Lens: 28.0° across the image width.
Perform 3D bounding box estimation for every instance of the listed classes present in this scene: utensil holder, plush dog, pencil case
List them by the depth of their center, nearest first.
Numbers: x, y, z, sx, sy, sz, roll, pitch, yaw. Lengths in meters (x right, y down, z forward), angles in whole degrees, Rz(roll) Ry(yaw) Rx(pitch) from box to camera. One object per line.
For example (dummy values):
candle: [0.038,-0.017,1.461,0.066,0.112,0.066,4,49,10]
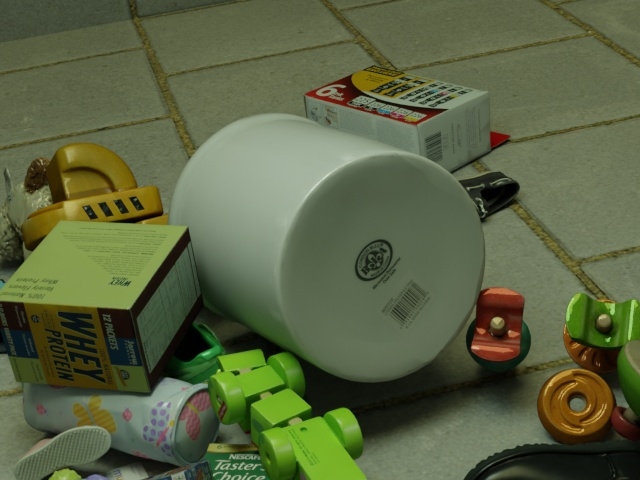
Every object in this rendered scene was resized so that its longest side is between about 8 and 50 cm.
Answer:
pencil case: [-0.268,0.225,1.725,0.273,0.113,0.124,9,13,29]
utensil holder: [0.000,0.000,1.782,0.328,0.327,0.385,-18,17,-21]
plush dog: [-0.421,-0.034,2.214,0.225,0.210,0.262,5,16,-43]

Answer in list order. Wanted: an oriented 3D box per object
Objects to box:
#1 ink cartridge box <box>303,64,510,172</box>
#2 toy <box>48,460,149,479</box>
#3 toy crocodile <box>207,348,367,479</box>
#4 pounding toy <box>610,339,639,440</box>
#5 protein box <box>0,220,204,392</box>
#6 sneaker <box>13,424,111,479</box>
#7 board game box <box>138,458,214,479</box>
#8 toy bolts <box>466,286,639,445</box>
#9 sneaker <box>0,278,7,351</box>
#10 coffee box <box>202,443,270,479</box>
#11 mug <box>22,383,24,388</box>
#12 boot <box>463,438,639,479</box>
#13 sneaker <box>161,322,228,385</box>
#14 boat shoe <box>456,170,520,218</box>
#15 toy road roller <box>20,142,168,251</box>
ink cartridge box: [0.172,-0.241,2.500,0.272,0.130,0.309,-28,33,-36]
toy: [-0.324,0.328,1.599,0.237,0.056,0.137,-16,29,-17]
toy crocodile: [-0.044,0.235,1.594,0.115,0.105,0.340,-17,35,-26]
pounding toy: [0.442,0.232,1.561,0.237,0.110,0.183,31,20,-2]
protein box: [-0.291,0.084,1.715,0.200,0.136,0.201,3,32,18]
sneaker: [-0.333,0.273,1.680,0.134,0.051,0.070,-24,5,4]
board game box: [-0.199,0.292,1.472,0.136,0.035,0.201,-17,-6,-1]
toy bolts: [0.305,0.170,1.727,0.229,0.158,0.218,11,71,12]
sneaker: [-0.534,0.118,2.005,0.262,0.104,0.125,7,32,25]
coffee box: [-0.105,0.319,1.579,0.113,0.040,0.184,0,28,12]
mug: [-0.380,0.153,1.893,0.097,0.157,0.129,27,7,-28]
boot: [0.301,0.313,1.434,0.247,0.094,0.207,-6,23,-12]
sneaker: [-0.213,0.144,1.853,0.109,0.123,0.296,-27,33,-33]
boat shoe: [0.266,-0.070,2.208,0.065,0.075,0.206,15,30,41]
toy road roller: [-0.307,-0.039,2.031,0.330,0.240,0.202,-12,-7,-22]
